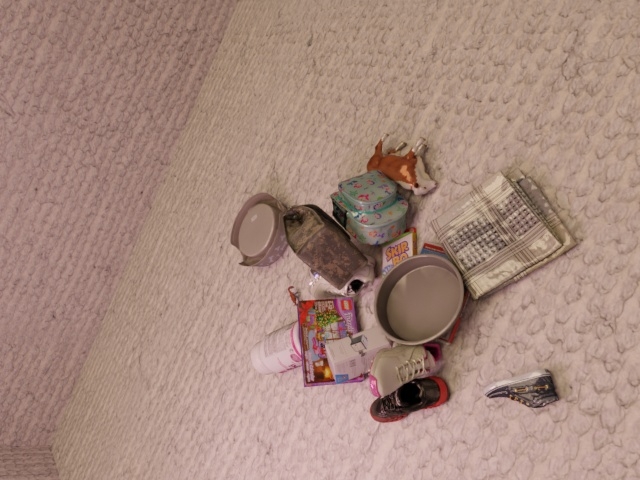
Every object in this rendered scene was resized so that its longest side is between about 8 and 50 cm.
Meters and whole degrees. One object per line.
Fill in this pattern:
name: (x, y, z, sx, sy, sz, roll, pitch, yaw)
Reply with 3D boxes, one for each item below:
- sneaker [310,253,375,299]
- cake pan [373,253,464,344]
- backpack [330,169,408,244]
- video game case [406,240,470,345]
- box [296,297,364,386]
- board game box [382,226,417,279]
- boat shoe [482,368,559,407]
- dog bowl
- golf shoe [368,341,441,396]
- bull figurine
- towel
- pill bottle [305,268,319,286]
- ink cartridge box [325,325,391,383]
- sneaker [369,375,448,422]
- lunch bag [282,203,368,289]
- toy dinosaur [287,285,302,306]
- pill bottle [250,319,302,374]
sneaker: (0.077, 0.158, 1.724, 0.292, 0.110, 0.118, -33, 48, 34)
cake pan: (0.299, 0.180, 1.432, 0.293, 0.054, 0.293, -22, 49, 28)
backpack: (0.178, -0.111, 1.644, 0.253, 0.225, 0.191, 54, 157, 38)
video game case: (0.361, 0.156, 1.476, 0.204, 0.025, 0.285, 18, 84, 41)
box: (0.030, 0.347, 1.645, 0.057, 0.201, 0.293, 105, 160, -61)
board game box: (0.270, 0.083, 1.621, 0.124, 0.039, 0.259, -14, 62, 40)
boat shoe: (0.512, 0.397, 1.226, 0.183, 0.065, 0.083, -32, 53, 32)
dog bowl: (-0.266, -0.040, 2.160, 0.349, 0.102, 0.348, -19, 61, 39)
golf shoe: (0.245, 0.353, 1.359, 0.140, 0.306, 0.115, -10, 97, 34)
bull figurine: (0.291, -0.271, 1.689, 0.310, 0.101, 0.188, 24, 88, 45)
towel: (0.511, -0.028, 1.377, 0.324, 0.056, 0.312, -36, 51, 21)
pill bottle: (0.007, 0.116, 1.838, 0.137, 0.078, 0.078, -52, 45, 18)
ink cartridge box: (0.121, 0.366, 1.517, 0.191, 0.139, 0.082, -19, 48, -10)
sneaker: (0.239, 0.477, 1.423, 0.276, 0.135, 0.097, -34, 55, 33)
lunch bag: (0.000, 0.000, 1.649, 0.169, 0.235, 0.287, -46, 30, 5)
toy dinosaur: (-0.108, 0.221, 1.926, 0.047, 0.090, 0.082, -42, 79, 6)
pill bottle: (-0.126, 0.409, 1.797, 0.283, 0.160, 0.160, -30, 55, 37)
